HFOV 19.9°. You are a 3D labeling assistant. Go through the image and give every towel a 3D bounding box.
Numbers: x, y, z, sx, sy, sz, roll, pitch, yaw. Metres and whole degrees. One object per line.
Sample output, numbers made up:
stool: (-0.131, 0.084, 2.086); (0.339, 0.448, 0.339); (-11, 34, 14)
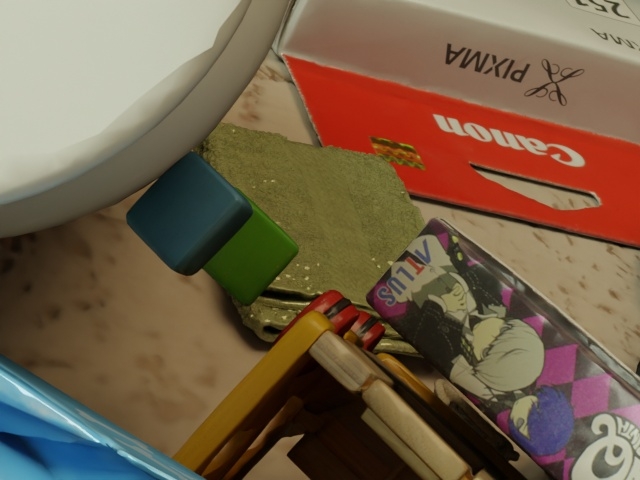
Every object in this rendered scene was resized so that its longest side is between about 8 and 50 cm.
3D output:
towel: (0.000, 0.000, 0.799); (0.110, 0.027, 0.148); (12, 32, -23)

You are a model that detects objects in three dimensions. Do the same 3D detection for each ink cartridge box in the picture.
ink cartridge box: (0.103, -0.096, 1.013); (0.275, 0.060, 0.239); (12, 30, -25)

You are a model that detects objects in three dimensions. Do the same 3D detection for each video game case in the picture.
video game case: (0.133, 0.100, 0.613); (0.210, 0.042, 0.232); (42, 2, 28)

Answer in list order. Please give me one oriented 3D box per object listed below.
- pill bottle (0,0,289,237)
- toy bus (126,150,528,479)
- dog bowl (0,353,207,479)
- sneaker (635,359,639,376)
pill bottle: (-0.111, -0.105, 0.567); (0.204, 0.204, 0.361); (21, 3, -9)
toy bus: (0.009, 0.088, 0.572); (0.202, 0.104, 0.191); (44, 0, -35)
dog bowl: (-0.120, 0.086, 0.422); (0.297, 0.166, 0.074); (30, 5, 9)
sneaker: (0.212, 0.037, 0.840); (0.108, 0.100, 0.271); (32, 28, -3)
